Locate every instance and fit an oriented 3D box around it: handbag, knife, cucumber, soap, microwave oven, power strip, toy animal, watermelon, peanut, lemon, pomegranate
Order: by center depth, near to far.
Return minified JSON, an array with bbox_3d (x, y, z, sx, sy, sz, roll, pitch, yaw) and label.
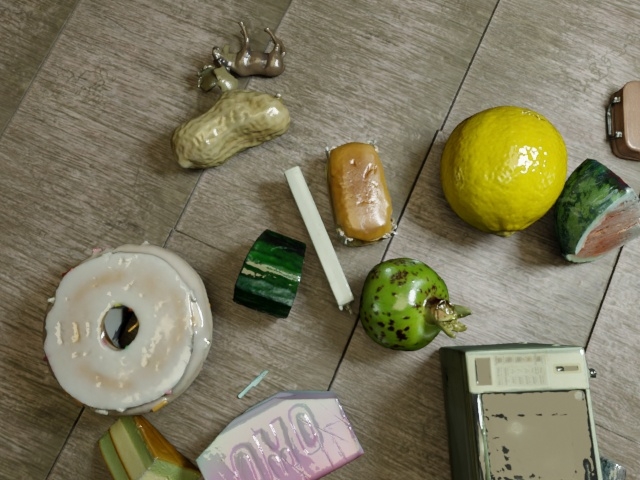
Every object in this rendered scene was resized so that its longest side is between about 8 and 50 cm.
[{"bbox_3d":[0.394,0.404,1.032,0.247,0.333,0.394,-4,80,4],"label":"microwave oven"},{"bbox_3d":[0.199,0.140,1.135,0.211,0.263,0.211,-1,91,-38],"label":"pomegranate"},{"bbox_3d":[0.600,-0.066,1.137,0.180,0.305,0.224,6,81,34],"label":"watermelon"},{"bbox_3d":[-0.093,0.442,1.145,0.324,0.109,0.193,-26,80,-3],"label":"soap"},{"bbox_3d":[0.627,0.532,1.146,0.064,0.064,0.112,11,78,3],"label":"cucumber"},{"bbox_3d":[0.400,-0.157,1.169,0.293,0.293,0.293,0,80,1],"label":"lemon"},{"bbox_3d":[-0.108,0.071,1.181,0.130,0.191,0.191,20,80,-4],"label":"cucumber"},{"bbox_3d":[-0.154,0.331,1.217,0.091,0.005,0.014,-43,81,-7],"label":"knife"},{"bbox_3d":[0.000,0.000,1.226,0.043,0.106,0.367,-22,81,0],"label":"power strip"},{"bbox_3d":[-0.219,-0.273,1.267,0.291,0.143,0.159,-25,46,1],"label":"peanut"},{"bbox_3d":[0.787,-0.291,1.289,0.151,0.072,0.193,1,82,1],"label":"handbag"},{"bbox_3d":[-0.195,-0.445,1.318,0.214,0.094,0.186,8,88,-6],"label":"toy animal"}]

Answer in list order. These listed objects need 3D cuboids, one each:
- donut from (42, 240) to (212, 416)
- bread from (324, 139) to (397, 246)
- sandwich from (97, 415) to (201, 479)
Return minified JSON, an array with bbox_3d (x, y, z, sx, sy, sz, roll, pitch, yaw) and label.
[{"bbox_3d":[-0.420,0.195,1.176,0.383,0.142,0.382,0,79,0],"label":"donut"},{"bbox_3d":[0.090,-0.110,1.246,0.136,0.107,0.241,-9,80,-4],"label":"bread"},{"bbox_3d":[-0.387,0.491,1.187,0.117,0.144,0.187,-48,47,-8],"label":"sandwich"}]
